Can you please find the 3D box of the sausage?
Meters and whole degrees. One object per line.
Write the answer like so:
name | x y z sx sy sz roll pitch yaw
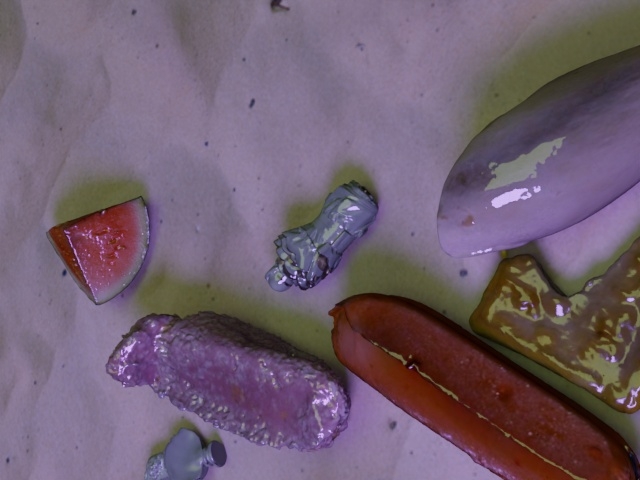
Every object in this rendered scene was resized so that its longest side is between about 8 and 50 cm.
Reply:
sausage | 0.145 0.147 0.962 0.330 0.102 0.102 33 98 27

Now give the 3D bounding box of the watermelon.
watermelon | -0.258 -0.009 1.200 0.135 0.094 0.125 -46 57 10

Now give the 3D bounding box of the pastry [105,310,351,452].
pastry | -0.082 0.141 1.079 0.265 0.112 0.102 18 99 22

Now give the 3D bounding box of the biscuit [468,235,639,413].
biscuit | 0.243 0.048 0.956 0.183 0.039 0.174 24 95 28

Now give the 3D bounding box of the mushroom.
mushroom | 0.249 -0.099 0.928 0.350 0.128 0.128 -35 68 17

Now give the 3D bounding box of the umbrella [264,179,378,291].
umbrella | 0.000 0.000 1.080 0.143 0.062 0.067 -43 97 9

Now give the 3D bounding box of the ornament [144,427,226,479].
ornament | -0.150 0.240 1.133 0.092 0.041 0.068 6 65 37
